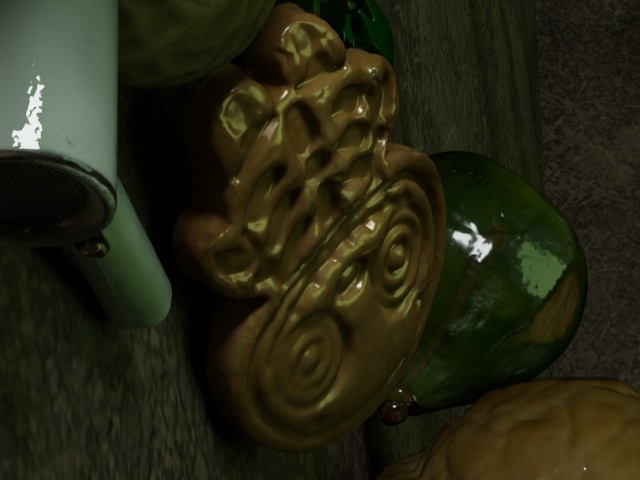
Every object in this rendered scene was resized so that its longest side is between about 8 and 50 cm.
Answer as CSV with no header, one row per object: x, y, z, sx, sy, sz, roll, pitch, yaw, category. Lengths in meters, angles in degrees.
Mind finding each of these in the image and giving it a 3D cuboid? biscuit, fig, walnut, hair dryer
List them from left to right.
-0.098,-0.030,0.784,0.236,0.073,0.131,67,19,-59,hair dryer
0.001,0.000,1.032,0.202,0.044,0.288,-45,141,-30,biscuit
0.099,0.049,1.444,0.245,0.195,0.195,-49,144,-23,fig
0.170,0.249,1.347,0.333,0.333,0.332,-7,90,-77,walnut

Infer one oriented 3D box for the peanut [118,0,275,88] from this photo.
-0.057,-0.182,0.855,0.233,0.110,0.197,-65,166,12,peanut

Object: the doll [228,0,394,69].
-0.011,-0.124,1.120,0.134,0.106,0.186,63,23,-45,doll
